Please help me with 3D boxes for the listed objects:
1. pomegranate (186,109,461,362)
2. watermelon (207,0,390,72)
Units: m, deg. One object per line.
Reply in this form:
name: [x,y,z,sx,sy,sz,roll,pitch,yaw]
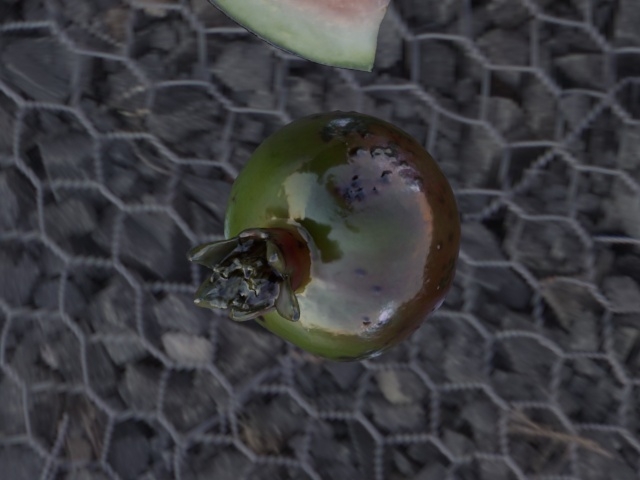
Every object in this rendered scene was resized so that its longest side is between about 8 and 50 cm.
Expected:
pomegranate: [0.003,-0.007,0.968,0.129,0.159,0.129,-4,79,21]
watermelon: [-0.012,-0.194,0.894,0.137,0.145,0.193,-28,126,13]
